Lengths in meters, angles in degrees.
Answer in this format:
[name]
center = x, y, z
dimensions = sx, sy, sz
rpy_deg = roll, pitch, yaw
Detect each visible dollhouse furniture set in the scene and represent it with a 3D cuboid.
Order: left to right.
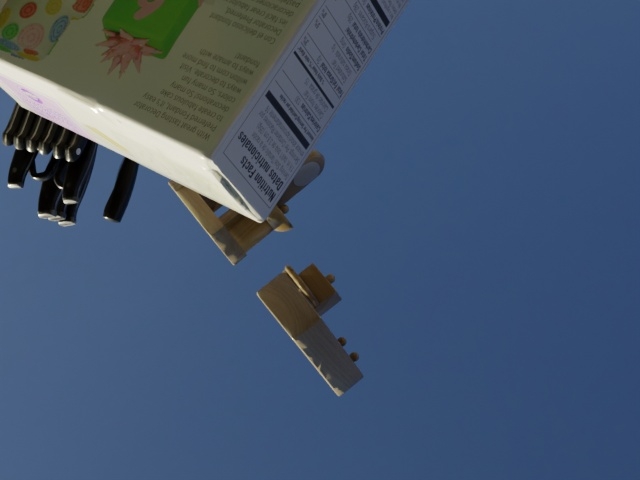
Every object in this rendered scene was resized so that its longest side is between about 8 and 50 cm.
[dollhouse furniture set]
center = 0.000, 0.000, 1.181
dimensions = 0.123, 0.144, 0.151
rpy_deg = -39, -121, -3

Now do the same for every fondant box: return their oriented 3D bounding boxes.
[fondant box]
center = -0.057, -0.206, 1.098
dimensions = 0.238, 0.096, 0.330
rpy_deg = 26, -105, 31

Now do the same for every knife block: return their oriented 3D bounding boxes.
[knife block]
center = -0.185, -0.151, 1.477
dimensions = 0.088, 0.242, 0.276
rpy_deg = 15, -141, 24
